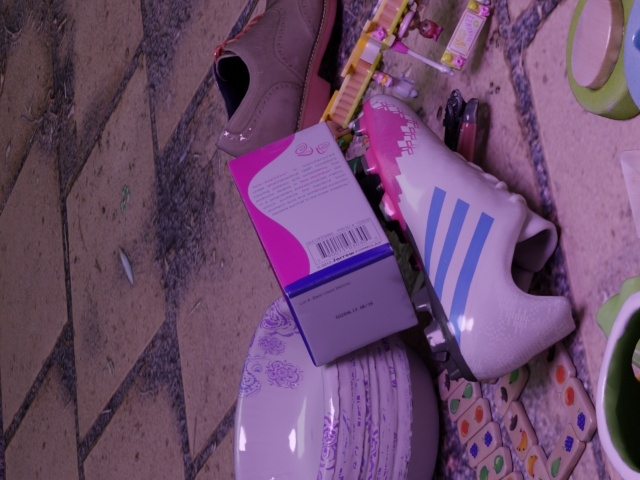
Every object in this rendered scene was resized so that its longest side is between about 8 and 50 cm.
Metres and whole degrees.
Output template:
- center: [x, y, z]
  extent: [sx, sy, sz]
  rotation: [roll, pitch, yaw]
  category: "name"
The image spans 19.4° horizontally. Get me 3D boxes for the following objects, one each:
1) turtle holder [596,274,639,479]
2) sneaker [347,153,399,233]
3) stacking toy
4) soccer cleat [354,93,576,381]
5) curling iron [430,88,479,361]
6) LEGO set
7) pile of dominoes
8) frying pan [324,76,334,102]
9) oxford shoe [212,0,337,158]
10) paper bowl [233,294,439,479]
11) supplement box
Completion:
- center: [0.296, 0.083, 1.176]
  extent: [0.320, 0.227, 0.243]
  rotation: [-98, 20, -47]
  category: "turtle holder"
- center: [0.067, -0.041, 1.952]
  extent: [0.223, 0.083, 0.098]
  rotation: [142, 121, -75]
  category: "sneaker"
- center: [0.246, -0.175, 1.500]
  extent: [0.279, 0.130, 0.309]
  rotation: [119, 148, -44]
  category: "stacking toy"
- center: [0.138, -0.017, 1.738]
  extent: [0.116, 0.143, 0.331]
  rotation: [57, -169, -54]
  category: "soccer cleat"
- center: [0.135, -0.014, 1.864]
  extent: [0.068, 0.035, 0.274]
  rotation: [-94, 7, -83]
  category: "curling iron"
- center: [0.087, -0.181, 1.901]
  extent: [0.287, 0.107, 0.132]
  rotation: [-64, 0, 16]
  category: "LEGO set"
- center: [0.164, 0.147, 1.743]
  extent: [0.251, 0.040, 0.196]
  rotation: [-110, 34, -47]
  category: "pile of dominoes"
- center: [0.000, -0.015, 2.163]
  extent: [0.326, 0.053, 0.197]
  rotation: [-93, 23, -48]
  category: "frying pan"
- center: [-0.059, -0.234, 2.218]
  extent: [0.123, 0.130, 0.348]
  rotation: [119, 159, -47]
  category: "oxford shoe"
- center: [0.021, 0.198, 1.934]
  extent: [0.284, 0.148, 0.284]
  rotation: [-175, 90, -68]
  category: "paper bowl"
- center: [0.000, 0.000, 1.836]
  extent: [0.220, 0.111, 0.114]
  rotation: [-115, 3, -47]
  category: "supplement box"
